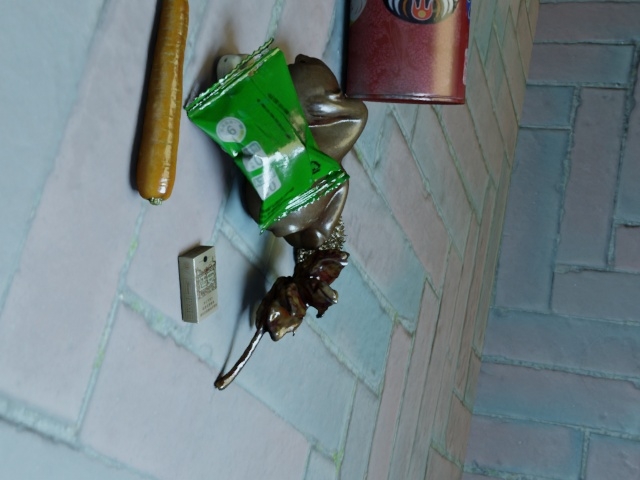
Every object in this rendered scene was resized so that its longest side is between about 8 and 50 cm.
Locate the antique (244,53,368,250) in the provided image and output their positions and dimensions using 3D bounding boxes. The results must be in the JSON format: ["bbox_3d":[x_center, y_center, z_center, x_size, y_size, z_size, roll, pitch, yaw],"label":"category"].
[{"bbox_3d":[-0.029,-0.126,1.256,0.143,0.121,0.256,26,78,-57],"label":"antique"}]

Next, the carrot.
[{"bbox_3d":[-0.166,-0.159,0.995,0.043,0.043,0.247,20,75,-68],"label":"carrot"}]

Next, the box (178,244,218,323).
[{"bbox_3d":[-0.146,0.052,1.117,0.053,0.024,0.083,-38,131,-62],"label":"box"}]

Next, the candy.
[{"bbox_3d":[-0.057,-0.123,1.126,0.141,0.078,0.203,-46,118,-30],"label":"candy"}]

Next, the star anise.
[{"bbox_3d":[-0.041,0.089,1.236,0.073,0.177,0.234,43,40,-13],"label":"star anise"}]

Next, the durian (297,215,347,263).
[{"bbox_3d":[0.001,0.000,1.421,0.110,0.071,0.140,40,63,-64],"label":"durian"}]

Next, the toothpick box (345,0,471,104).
[{"bbox_3d":[0.148,-0.394,1.521,0.204,0.204,0.333,-14,109,-68],"label":"toothpick box"}]

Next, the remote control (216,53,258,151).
[{"bbox_3d":[-0.104,-0.172,1.161,0.074,0.032,0.122,-26,119,-64],"label":"remote control"}]
